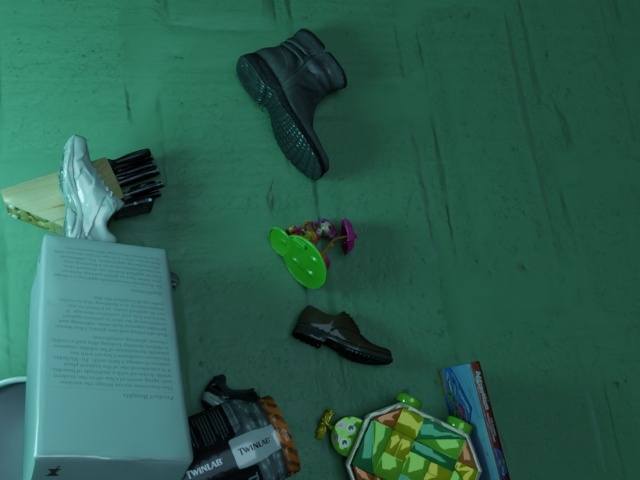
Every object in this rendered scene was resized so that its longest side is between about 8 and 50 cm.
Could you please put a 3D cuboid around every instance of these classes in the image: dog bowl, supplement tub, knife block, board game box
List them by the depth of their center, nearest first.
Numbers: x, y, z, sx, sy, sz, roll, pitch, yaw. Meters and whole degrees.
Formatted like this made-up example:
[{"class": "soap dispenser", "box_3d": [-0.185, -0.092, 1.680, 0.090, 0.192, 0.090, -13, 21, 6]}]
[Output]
[{"class": "dog bowl", "box_3d": [-0.514, 0.372, 1.319, 0.265, 0.104, 0.264, 1, 81, -5]}, {"class": "supplement tub", "box_3d": [-0.208, 0.411, 1.347, 0.316, 0.193, 0.193, -22, 82, -15]}, {"class": "knife block", "box_3d": [-0.466, -0.117, 1.518, 0.276, 0.088, 0.242, 23, 68, -10]}, {"class": "board game box", "box_3d": [0.330, 0.406, 1.599, 0.027, 0.145, 0.281, -8, 78, -23]}]

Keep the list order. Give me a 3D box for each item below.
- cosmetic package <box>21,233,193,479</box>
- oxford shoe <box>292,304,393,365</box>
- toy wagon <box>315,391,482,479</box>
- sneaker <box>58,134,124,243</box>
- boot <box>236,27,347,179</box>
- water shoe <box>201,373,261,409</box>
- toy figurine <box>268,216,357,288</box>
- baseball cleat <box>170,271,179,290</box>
[{"class": "cosmetic package", "box_3d": [-0.366, 0.210, 1.256, 0.230, 0.161, 0.453, 9, 40, -25]}, {"class": "oxford shoe", "box_3d": [0.060, 0.201, 1.605, 0.227, 0.083, 0.096, 26, 64, -11]}, {"class": "toy wagon", "box_3d": [0.153, 0.453, 1.543, 0.344, 0.068, 0.267, 26, 78, -2]}, {"class": "sneaker", "box_3d": [-0.438, -0.088, 1.433, 0.115, 0.090, 0.232, -4, 86, -26]}, {"class": "boot", "box_3d": [-0.018, -0.324, 1.715, 0.223, 0.118, 0.338, -30, 90, -28]}, {"class": "water shoe", "box_3d": [-0.138, 0.339, 1.504, 0.203, 0.073, 0.080, 30, 64, -9]}, {"class": "toy figurine", "box_3d": [0.000, 0.000, 1.644, 0.173, 0.130, 0.159, 39, 50, 22]}, {"class": "baseball cleat", "box_3d": [-0.389, 0.056, 1.504, 0.206, 0.072, 0.109, 0, 61, -26]}]
